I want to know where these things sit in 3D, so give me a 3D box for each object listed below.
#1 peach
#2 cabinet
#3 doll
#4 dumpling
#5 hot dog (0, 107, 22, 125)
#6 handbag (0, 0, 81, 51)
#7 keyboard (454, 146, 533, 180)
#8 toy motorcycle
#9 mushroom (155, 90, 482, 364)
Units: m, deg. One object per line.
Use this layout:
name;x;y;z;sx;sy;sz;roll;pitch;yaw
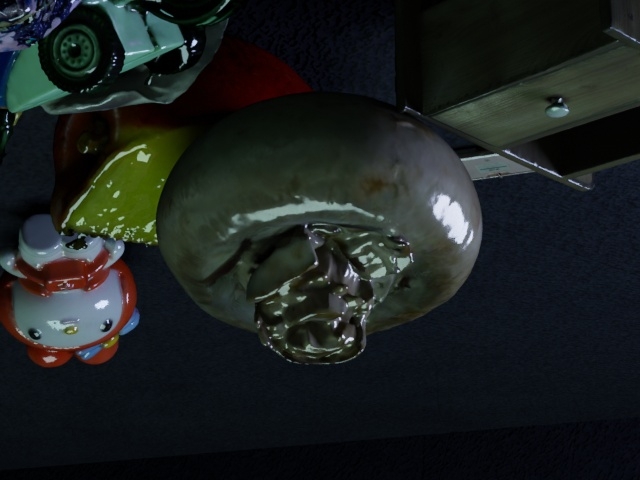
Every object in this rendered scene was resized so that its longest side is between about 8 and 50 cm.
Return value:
peach;-0.072;-0.079;1.110;0.267;0.158;0.154;11;135;-28
cabinet;0.182;-0.139;0.938;0.215;0.148;0.175;18;155;-41
doll;-0.287;0.064;1.592;0.161;0.129;0.290;-9;149;-12
dumpling;-0.154;-0.147;0.958;0.188;0.127;0.108;2;175;-13
hot dog;-0.311;-0.104;1.191;0.169;0.061;0.078;-8;162;24
handbag;-0.237;-0.195;0.701;0.208;0.228;0.127;-9;-163;19
keyboard;0.165;-0.076;1.340;0.166;0.017;0.055;-7;156;22
toy motorcycle;-0.169;-0.168;0.828;0.331;0.196;0.125;-26;180;35
mushroom;0.000;0.000;0.974;0.227;0.178;0.226;-7;150;-4
